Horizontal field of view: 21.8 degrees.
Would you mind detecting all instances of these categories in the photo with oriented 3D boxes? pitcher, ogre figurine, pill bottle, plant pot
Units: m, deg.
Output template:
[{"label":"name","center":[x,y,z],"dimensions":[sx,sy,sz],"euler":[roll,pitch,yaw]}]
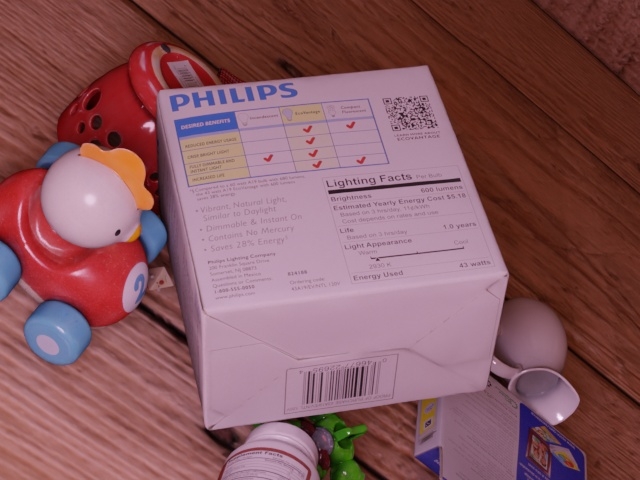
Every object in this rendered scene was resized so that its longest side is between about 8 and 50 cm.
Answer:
[{"label":"pitcher","center":[0.305,0.166,2.551],"dimensions":[0.177,0.125,0.207],"euler":[35,25,-23]},{"label":"ogre figurine","center":[-0.006,0.257,2.052],"dimensions":[0.118,0.097,0.197],"euler":[-8,53,-47]},{"label":"pill bottle","center":[-0.066,0.305,1.883],"dimensions":[0.121,0.121,0.216],"euler":[42,29,-13]},{"label":"plant pot","center":[-0.223,-0.152,2.171],"dimensions":[0.191,0.174,0.191],"euler":[32,34,-25]}]

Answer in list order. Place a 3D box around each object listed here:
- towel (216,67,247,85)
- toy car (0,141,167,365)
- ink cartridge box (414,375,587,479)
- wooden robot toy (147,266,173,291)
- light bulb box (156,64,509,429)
[{"label":"towel","center":[-0.070,-0.190,2.419],"dimensions":[0.199,0.031,0.275],"euler":[21,13,-6]},{"label":"toy car","center":[-0.250,-0.020,1.845],"dimensions":[0.210,0.238,0.219],"euler":[43,48,-10]},{"label":"ink cartridge box","center":[0.261,0.334,2.363],"dimensions":[0.303,0.072,0.307],"euler":[40,31,-18]},{"label":"wooden robot toy","center":[-0.260,0.019,2.021],"dimensions":[0.173,0.076,0.079],"euler":[44,40,-9]},{"label":"light bulb box","center":[0.000,0.000,2.001],"dimensions":[0.358,0.225,0.361],"euler":[-6,48,-11]}]
